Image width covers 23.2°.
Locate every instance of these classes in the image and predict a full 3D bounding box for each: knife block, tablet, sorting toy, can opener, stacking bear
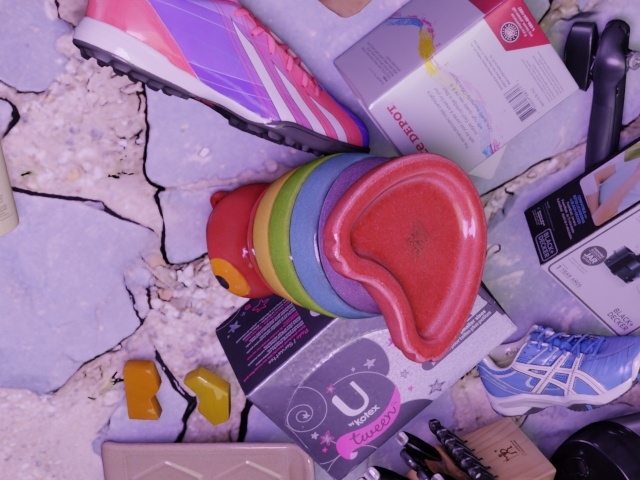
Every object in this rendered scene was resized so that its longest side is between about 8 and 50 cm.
[{"bbox_3d":[0.124,0.299,1.668,0.242,0.088,0.276,-19,140,-27],"label":"knife block"},{"bbox_3d":[0.150,-0.095,1.601,0.083,0.006,0.054,13,111,-23],"label":"tablet"},{"bbox_3d":[-0.116,0.258,1.644,0.229,0.041,0.307,1,117,7],"label":"sorting toy"},{"bbox_3d":[0.293,-0.141,1.603,0.059,0.073,0.186,-39,134,-41],"label":"can opener"},{"bbox_3d":[0.000,0.000,1.450,0.175,0.289,0.164,51,60,-28],"label":"stacking bear"}]

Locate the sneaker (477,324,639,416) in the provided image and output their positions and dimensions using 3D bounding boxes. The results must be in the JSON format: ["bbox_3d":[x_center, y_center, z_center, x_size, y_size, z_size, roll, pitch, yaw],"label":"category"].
[{"bbox_3d":[0.257,0.133,1.664,0.211,0.080,0.081,-18,116,34],"label":"sneaker"}]

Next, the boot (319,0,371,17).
[{"bbox_3d":[0.005,-0.366,1.380,0.236,0.089,0.269,-45,123,11],"label":"boot"}]

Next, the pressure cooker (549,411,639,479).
[{"bbox_3d":[0.494,0.346,1.710,0.420,0.376,0.370,-11,159,-15],"label":"pressure cooker"}]

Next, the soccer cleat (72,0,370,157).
[{"bbox_3d":[-0.071,-0.166,1.446,0.318,0.108,0.116,23,89,-29],"label":"soccer cleat"}]

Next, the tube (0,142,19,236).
[{"bbox_3d":[-0.331,-0.117,1.414,0.070,0.062,0.240,-41,127,-47],"label":"tube"}]

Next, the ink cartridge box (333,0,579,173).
[{"bbox_3d":[0.126,-0.158,1.491,0.176,0.127,0.128,-37,121,3],"label":"ink cartridge box"}]

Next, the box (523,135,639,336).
[{"bbox_3d":[0.378,-0.035,1.599,0.290,0.087,0.169,-34,129,23],"label":"box"}]

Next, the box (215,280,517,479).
[{"bbox_3d":[0.046,0.093,1.585,0.247,0.142,0.163,-40,120,5],"label":"box"}]
